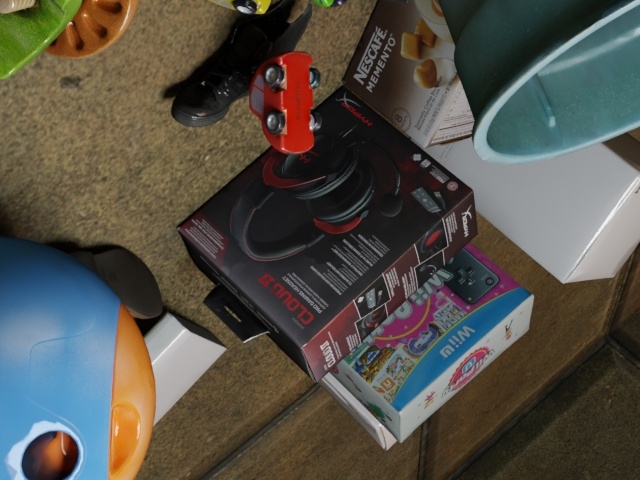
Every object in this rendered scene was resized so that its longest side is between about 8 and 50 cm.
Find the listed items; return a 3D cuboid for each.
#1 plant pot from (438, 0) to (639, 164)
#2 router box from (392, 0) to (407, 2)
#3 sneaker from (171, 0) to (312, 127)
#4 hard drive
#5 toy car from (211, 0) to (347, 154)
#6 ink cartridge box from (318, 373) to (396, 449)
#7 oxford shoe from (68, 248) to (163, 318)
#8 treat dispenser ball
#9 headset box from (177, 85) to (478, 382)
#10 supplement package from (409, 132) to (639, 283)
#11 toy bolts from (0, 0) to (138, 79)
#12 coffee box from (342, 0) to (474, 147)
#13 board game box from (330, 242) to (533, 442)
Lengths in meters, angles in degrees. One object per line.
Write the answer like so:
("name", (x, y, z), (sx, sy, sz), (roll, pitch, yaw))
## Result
("plant pot", (0.224, -0.294, 1.111), (0.341, 0.334, 0.341), (-22, 163, -7))
("router box", (-0.032, -0.318, 0.948), (0.309, 0.081, 0.243), (1, 131, -30))
("sneaker", (-0.078, -0.181, 1.234), (0.170, 0.051, 0.089), (-32, 151, -39))
("hard drive", (-0.253, 0.221, 1.509), (0.307, 0.040, 0.203), (-47, 166, -2))
("toy car", (-0.026, -0.230, 1.189), (0.225, 0.053, 0.239), (-50, 130, -34))
("ink cartridge box", (0.121, 0.138, 1.826), (0.273, 0.198, 0.114), (-41, 155, -13))
("oxford shoe", (-0.239, 0.053, 1.317), (0.076, 0.076, 0.212), (-23, 164, 20))
("treat dispenser ball", (-0.289, 0.139, 1.081), (0.288, 0.288, 0.288), (-36, 153, -22))
("headset box", (0.000, 0.000, 1.415), (0.293, 0.218, 0.110), (-41, 153, -12))
("supplement package", (0.294, -0.101, 1.643), (0.178, 0.293, 0.175), (-1, 129, -56))
("toy bolts", (-0.169, -0.254, 0.819), (0.228, 0.218, 0.158), (-38, -176, 28))
("coffee box", (0.145, -0.245, 1.383), (0.098, 0.141, 0.246), (-18, 143, -47))
("board game box", (0.072, 0.060, 1.513), (0.224, 0.303, 0.097), (-39, 153, -18))
